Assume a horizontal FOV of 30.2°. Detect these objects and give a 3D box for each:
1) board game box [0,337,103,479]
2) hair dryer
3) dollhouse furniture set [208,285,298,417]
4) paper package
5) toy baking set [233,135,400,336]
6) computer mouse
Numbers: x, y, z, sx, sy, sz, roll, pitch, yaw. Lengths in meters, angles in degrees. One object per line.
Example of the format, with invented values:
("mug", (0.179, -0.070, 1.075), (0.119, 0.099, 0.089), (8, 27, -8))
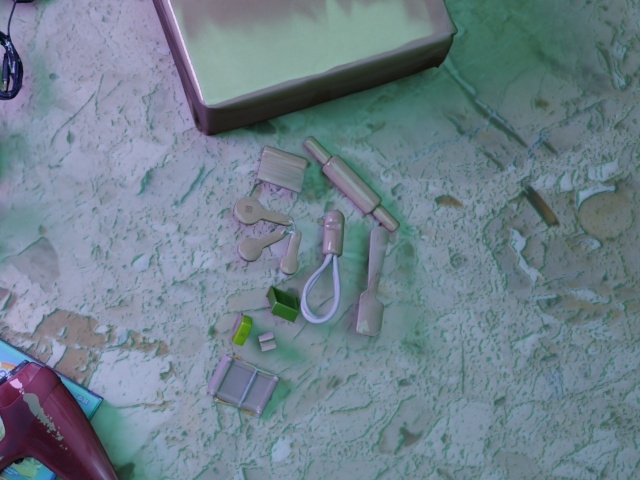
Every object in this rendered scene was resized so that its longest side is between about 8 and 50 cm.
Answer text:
("board game box", (-0.382, 0.240, 1.416), (0.160, 0.047, 0.210), (32, 82, -3))
("hair dryer", (-0.368, 0.244, 1.370), (0.293, 0.080, 0.223), (12, 99, 0))
("dollhouse furniture set", (-0.080, 0.136, 1.476), (0.076, 0.058, 0.152), (24, 102, -12))
("paper package", (-0.041, -0.321, 1.449), (0.325, 0.168, 0.309), (-19, 86, -8))
("toy baking set", (0.003, -0.006, 1.472), (0.256, 0.030, 0.197), (41, 65, -3))
("computer mouse", (-0.379, -0.283, 1.448), (0.071, 0.041, 0.242), (19, 68, -38))
